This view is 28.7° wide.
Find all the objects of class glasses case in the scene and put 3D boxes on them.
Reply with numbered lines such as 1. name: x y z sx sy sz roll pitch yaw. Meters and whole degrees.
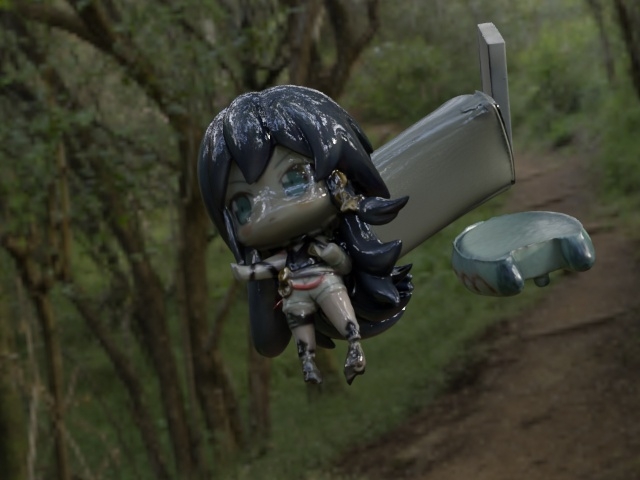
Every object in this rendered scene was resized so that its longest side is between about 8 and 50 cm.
1. glasses case: 0.084 -0.044 1.437 0.308 0.128 0.083 -34 27 -7

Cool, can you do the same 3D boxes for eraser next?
1. eraser: 0.214 -0.184 1.539 0.023 0.150 0.104 -7 23 1

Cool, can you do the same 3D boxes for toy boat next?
1. toy boat: 0.210 0.025 1.311 0.134 0.079 0.207 -21 11 -8

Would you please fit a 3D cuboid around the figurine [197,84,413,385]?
1. figurine: -0.012 -0.009 1.130 0.175 0.265 0.197 -13 2 -1
